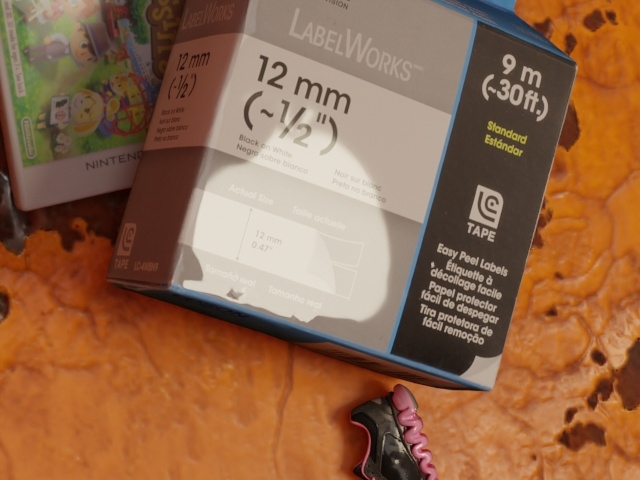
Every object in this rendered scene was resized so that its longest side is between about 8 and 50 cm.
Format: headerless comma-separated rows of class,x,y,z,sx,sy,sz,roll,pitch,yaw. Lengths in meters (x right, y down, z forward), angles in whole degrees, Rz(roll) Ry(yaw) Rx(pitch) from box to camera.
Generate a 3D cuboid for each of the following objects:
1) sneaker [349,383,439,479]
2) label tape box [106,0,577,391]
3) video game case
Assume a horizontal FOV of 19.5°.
sneaker,0.053,0.162,1.290,0.057,0.047,0.119,-17,83,0
label tape box,0.032,-0.099,1.235,0.249,0.115,0.348,19,83,-26
video game case,-0.128,-0.142,1.250,0.193,0.023,0.212,-14,107,-23
